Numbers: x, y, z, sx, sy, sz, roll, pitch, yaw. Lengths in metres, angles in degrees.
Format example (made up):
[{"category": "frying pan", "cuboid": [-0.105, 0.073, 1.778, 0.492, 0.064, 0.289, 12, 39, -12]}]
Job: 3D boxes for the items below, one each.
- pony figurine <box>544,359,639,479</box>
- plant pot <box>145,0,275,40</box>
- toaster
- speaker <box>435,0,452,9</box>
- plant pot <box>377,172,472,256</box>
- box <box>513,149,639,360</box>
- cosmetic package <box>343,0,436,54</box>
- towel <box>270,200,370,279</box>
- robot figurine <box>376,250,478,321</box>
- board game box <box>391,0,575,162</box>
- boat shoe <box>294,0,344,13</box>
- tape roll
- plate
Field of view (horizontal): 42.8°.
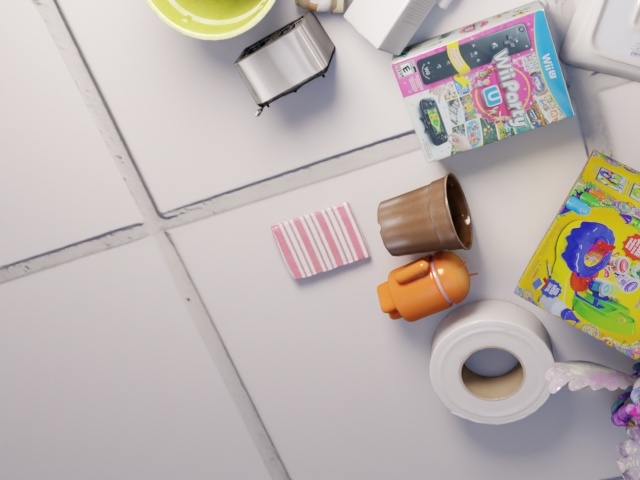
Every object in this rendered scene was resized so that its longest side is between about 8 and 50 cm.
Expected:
[{"category": "pony figurine", "cuboid": [0.711, 0.327, 1.744, 0.351, 0.303, 0.363, 2, 138, -40]}, {"category": "plant pot", "cuboid": [-0.176, -0.534, 1.515, 0.276, 0.254, 0.276, 4, 115, 8]}, {"category": "toaster", "cuboid": [-0.070, -0.355, 1.619, 0.168, 0.186, 0.110, -26, 113, 20]}, {"category": "speaker", "cuboid": [0.257, -0.512, 1.559, 0.055, 0.055, 0.136, 32, 116, -6]}, {"category": "plant pot", "cuboid": [0.218, -0.043, 1.734, 0.165, 0.167, 0.167, -14, 112, 23]}, {"category": "box", "cuboid": [0.589, 0.028, 1.628, 0.279, 0.177, 0.290, 29, 127, 12]}, {"category": "cosmetic package", "cuboid": [0.159, -0.482, 1.550, 0.117, 0.085, 0.231, 52, 121, 27]}, {"category": "towel", "cuboid": [0.000, 0.000, 1.862, 0.197, 0.029, 0.144, -18, 110, 15]}, {"category": "robot figurine", "cuboid": [0.237, 0.101, 1.812, 0.219, 0.128, 0.158, -25, 106, 20]}, {"category": "board game box", "cuboid": [0.320, -0.312, 1.620, 0.303, 0.097, 0.224, -18, 111, 16]}, {"category": "boat shoe", "cuboid": [0.000, -0.581, 1.540, 0.103, 0.113, 0.302, 3, 116, 2]}, {"category": "tape roll", "cuboid": [0.393, 0.283, 1.883, 0.286, 0.100, 0.286, 4, 116, 7]}, {"category": "plate", "cuboid": [0.628, -0.431, 1.538, 0.277, 0.045, 0.278, 15, 117, 2]}]
